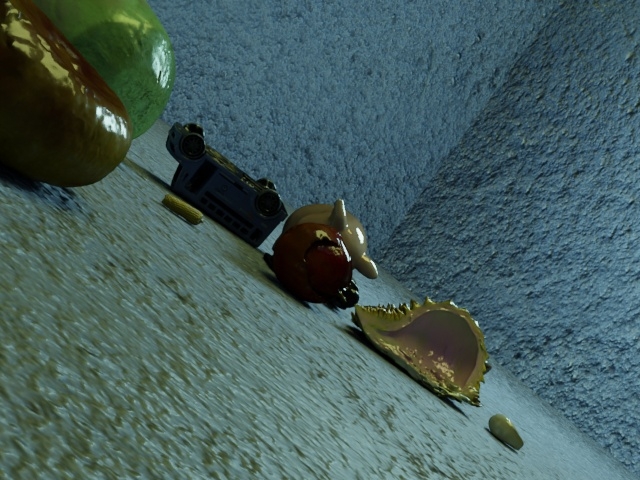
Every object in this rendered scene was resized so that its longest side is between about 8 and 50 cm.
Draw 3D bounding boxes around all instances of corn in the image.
[{"bbox_3d":[-0.243,-0.053,1.878,0.083,0.028,0.027,31,10,-10],"label":"corn"}]

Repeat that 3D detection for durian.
[{"bbox_3d":[0.174,0.197,2.050,0.305,0.185,0.195,28,-19,-8],"label":"durian"}]

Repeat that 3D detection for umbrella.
[{"bbox_3d":[0.024,0.081,2.268,0.067,0.073,0.337,26,7,-16],"label":"umbrella"}]

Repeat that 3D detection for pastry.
[{"bbox_3d":[-0.382,-0.202,1.312,0.356,0.164,0.356,47,-1,1],"label":"pastry"}]

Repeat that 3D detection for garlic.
[{"bbox_3d":[0.345,0.356,1.979,0.083,0.041,0.053,47,-5,27],"label":"garlic"}]

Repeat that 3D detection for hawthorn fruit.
[{"bbox_3d":[-0.007,0.049,1.930,0.172,0.148,0.148,58,12,21],"label":"hawthorn fruit"}]

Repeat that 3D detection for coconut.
[{"bbox_3d":[-0.423,-0.348,1.985,0.328,0.281,0.328,46,8,-8],"label":"coconut"}]

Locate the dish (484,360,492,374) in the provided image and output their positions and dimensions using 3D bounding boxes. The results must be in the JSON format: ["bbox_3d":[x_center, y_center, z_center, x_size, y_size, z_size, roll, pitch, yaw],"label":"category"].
[{"bbox_3d":[0.252,0.236,2.210,0.213,0.090,0.213,38,-2,2],"label":"dish"}]

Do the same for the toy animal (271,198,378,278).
[{"bbox_3d":[0.011,0.002,2.159,0.166,0.154,0.250,43,-11,-22],"label":"toy animal"}]

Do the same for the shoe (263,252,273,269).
[{"bbox_3d":[-0.069,0.042,2.089,0.062,0.053,0.159,38,0,-23],"label":"shoe"}]

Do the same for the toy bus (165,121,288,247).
[{"bbox_3d":[-0.211,-0.118,2.194,0.292,0.133,0.125,37,8,-17],"label":"toy bus"}]
